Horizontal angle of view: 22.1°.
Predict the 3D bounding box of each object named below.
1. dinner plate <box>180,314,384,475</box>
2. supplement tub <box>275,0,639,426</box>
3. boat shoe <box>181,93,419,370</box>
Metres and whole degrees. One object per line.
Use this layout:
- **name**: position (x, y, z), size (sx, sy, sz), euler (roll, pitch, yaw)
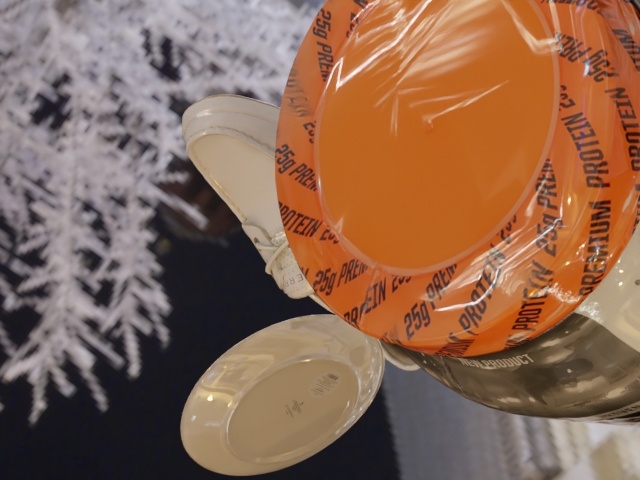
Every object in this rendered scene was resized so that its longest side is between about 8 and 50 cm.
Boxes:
- **dinner plate**: position (-0.020, 0.104, 1.039), size (0.141, 0.141, 0.017), euler (5, -145, -37)
- **supplement tub**: position (0.154, -0.019, 0.719), size (0.338, 0.207, 0.207), euler (10, -134, -46)
- **boat shoe**: position (0.000, 0.000, 1.234), size (0.277, 0.098, 0.096), euler (39, -129, -24)
